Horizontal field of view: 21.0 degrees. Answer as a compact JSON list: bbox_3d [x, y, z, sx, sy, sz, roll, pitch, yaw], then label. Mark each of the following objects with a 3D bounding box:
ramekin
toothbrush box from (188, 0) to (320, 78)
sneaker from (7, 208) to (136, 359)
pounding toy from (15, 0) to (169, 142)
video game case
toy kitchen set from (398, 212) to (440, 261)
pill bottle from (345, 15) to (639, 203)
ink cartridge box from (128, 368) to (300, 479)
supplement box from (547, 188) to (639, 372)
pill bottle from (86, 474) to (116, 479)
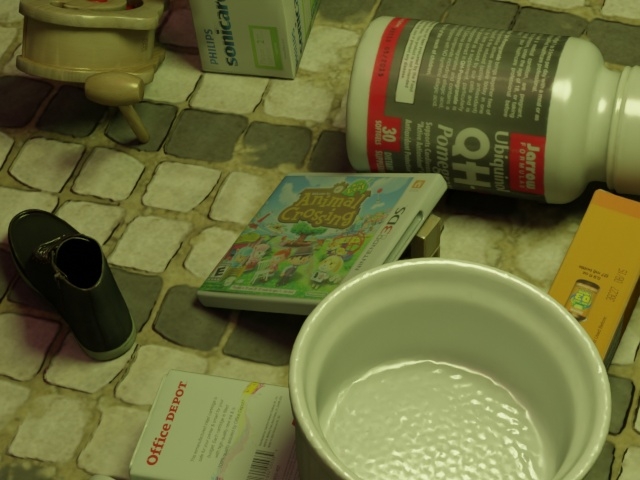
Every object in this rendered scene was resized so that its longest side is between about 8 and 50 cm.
[{"bbox_3d":[0.106,0.161,1.515,0.277,0.135,0.277,3,50,-4],"label":"ramekin"},{"bbox_3d":[-0.064,-0.362,2.029,0.122,0.206,0.283,7,49,13],"label":"toothbrush box"},{"bbox_3d":[-0.263,0.012,1.781,0.083,0.118,0.222,-31,52,-19],"label":"sneaker"},{"bbox_3d":[-0.261,-0.197,1.952,0.154,0.155,0.269,7,18,0],"label":"pounding toy"},{"bbox_3d":[0.000,0.000,1.768,0.212,0.023,0.193,2,45,41],"label":"video game case"},{"bbox_3d":[0.089,-0.015,1.785,0.083,0.075,0.068,25,55,22],"label":"toy kitchen set"},{"bbox_3d":[0.199,-0.133,1.807,0.318,0.176,0.176,8,50,16],"label":"pill bottle"},{"bbox_3d":[-0.075,0.201,1.617,0.175,0.072,0.127,8,50,14],"label":"ink cartridge box"},{"bbox_3d":[0.265,0.061,1.689,0.078,0.080,0.233,20,52,16],"label":"supplement box"},{"bbox_3d":[-0.227,0.306,1.519,0.112,0.112,0.186,30,59,30],"label":"pill bottle"}]
